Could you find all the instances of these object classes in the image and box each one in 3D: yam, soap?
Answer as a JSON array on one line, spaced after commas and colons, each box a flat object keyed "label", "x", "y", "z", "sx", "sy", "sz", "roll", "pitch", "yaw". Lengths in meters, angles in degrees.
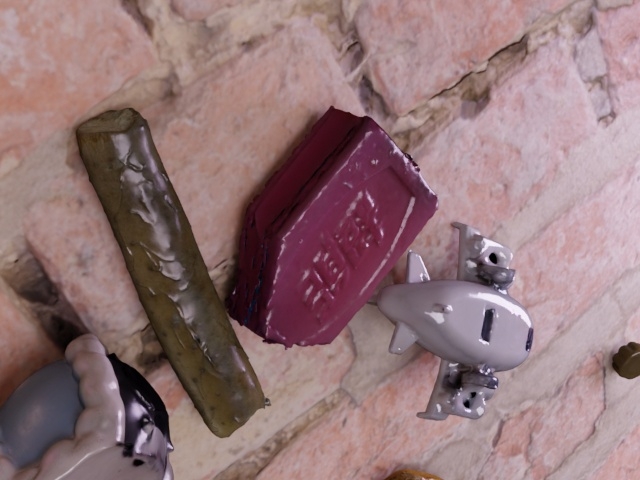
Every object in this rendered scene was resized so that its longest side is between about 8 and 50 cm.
[{"label": "yam", "x": -0.147, "y": 0.047, "z": 0.924, "sx": 0.083, "sy": 0.083, "sz": 0.371, "roll": -31, "pitch": 118, "yaw": -19}, {"label": "soap", "x": 0.000, "y": 0.000, "z": 0.985, "sx": 0.250, "sy": 0.099, "sz": 0.162, "roll": -52, "pitch": 131, "yaw": -6}]

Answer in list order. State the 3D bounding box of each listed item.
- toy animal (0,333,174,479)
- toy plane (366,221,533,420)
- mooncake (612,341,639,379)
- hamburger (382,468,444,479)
[{"label": "toy animal", "x": -0.244, "y": 0.200, "z": 0.863, "sx": 0.204, "sy": 0.156, "sz": 0.208, "roll": -37, "pitch": 152, "yaw": -13}, {"label": "toy plane", "x": 0.161, "y": 0.097, "z": 1.105, "sx": 0.245, "sy": 0.117, "sz": 0.244, "roll": 2, "pitch": 87, "yaw": -39}, {"label": "mooncake", "x": 0.545, "y": 0.053, "z": 1.350, "sx": 0.347, "sy": 0.057, "sz": 0.150, "roll": -44, "pitch": 135, "yaw": -15}, {"label": "hamburger", "x": 0.122, "y": 0.374, "z": 1.188, "sx": 0.147, "sy": 0.083, "sz": 0.138, "roll": 28, "pitch": 96, "yaw": -31}]
